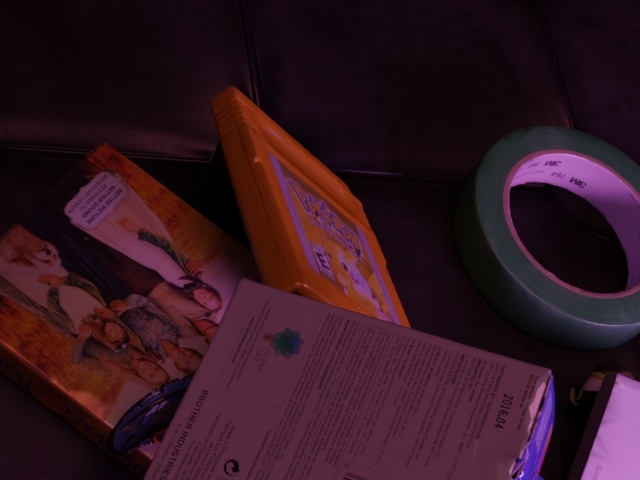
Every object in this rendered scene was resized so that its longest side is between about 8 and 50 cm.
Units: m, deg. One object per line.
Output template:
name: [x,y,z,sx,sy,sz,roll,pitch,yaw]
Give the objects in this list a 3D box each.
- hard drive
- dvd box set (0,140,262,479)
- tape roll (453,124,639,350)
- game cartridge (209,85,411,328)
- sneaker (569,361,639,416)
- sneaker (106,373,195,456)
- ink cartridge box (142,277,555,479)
hard drive: [0.460,0.310,1.665,0.307,0.040,0.203,22,85,-10]
dvd box set: [-0.182,0.108,1.565,0.420,0.062,0.307,38,53,4]
tape roll: [0.342,-0.007,1.856,0.321,0.077,0.321,11,55,-16]
game cartridge: [0.000,0.000,1.587,0.285,0.053,0.323,38,25,-45]
sneaker: [0.417,0.256,1.733,0.235,0.084,0.097,40,80,4]
sneaker: [-0.124,0.188,1.451,0.221,0.083,0.087,-18,73,-27]
ink cartridge box: [0.058,0.229,1.294,0.395,0.151,0.270,15,62,20]
